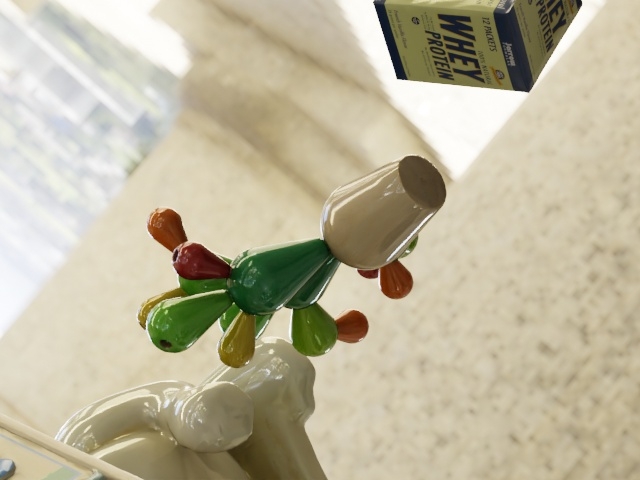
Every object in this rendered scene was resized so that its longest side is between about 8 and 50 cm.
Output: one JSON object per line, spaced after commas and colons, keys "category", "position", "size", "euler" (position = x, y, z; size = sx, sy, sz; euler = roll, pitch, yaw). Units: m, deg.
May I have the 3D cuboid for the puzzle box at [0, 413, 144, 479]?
{"category": "puzzle box", "position": [-0.274, 0.246, 1.104], "size": [0.272, 0.409, 0.052], "euler": [16, 125, 41]}

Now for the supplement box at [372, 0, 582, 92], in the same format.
{"category": "supplement box", "position": [0.088, -0.131, 1.025], "size": [0.083, 0.083, 0.056], "euler": [9, 138, 31]}

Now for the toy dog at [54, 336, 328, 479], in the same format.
{"category": "toy dog", "position": [-0.171, 0.257, 1.522], "size": [0.408, 0.395, 0.285], "euler": [-1, -109, -67]}

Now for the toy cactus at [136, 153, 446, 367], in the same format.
{"category": "toy cactus", "position": [0.000, 0.000, 1.038], "size": [0.180, 0.219, 0.112], "euler": [-37, 68, 42]}
